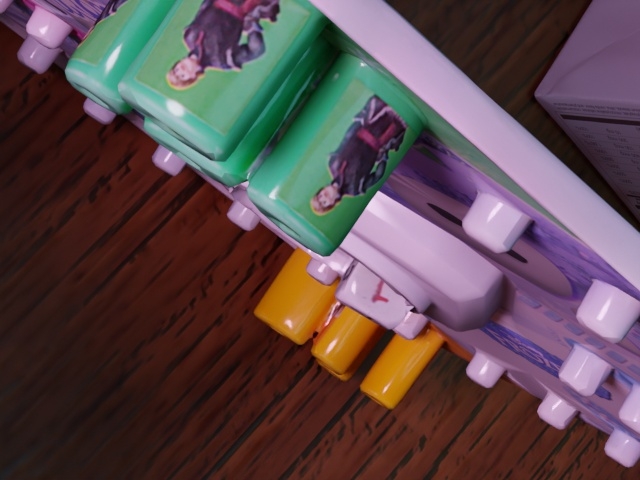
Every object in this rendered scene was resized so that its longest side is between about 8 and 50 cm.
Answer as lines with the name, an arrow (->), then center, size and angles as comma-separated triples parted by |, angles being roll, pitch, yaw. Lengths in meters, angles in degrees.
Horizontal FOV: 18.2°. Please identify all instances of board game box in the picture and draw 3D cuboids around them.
board game box -> 0.000, 0.000, 0.654 | 0.390, 0.390, 0.050 | 38, 84, -36

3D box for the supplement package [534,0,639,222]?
supplement package -> 0.273, -0.121, 0.968 | 0.145, 0.204, 0.262 | 45, 68, -34
